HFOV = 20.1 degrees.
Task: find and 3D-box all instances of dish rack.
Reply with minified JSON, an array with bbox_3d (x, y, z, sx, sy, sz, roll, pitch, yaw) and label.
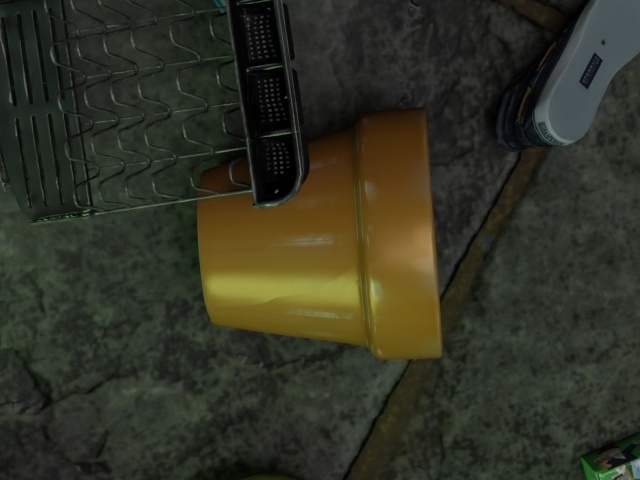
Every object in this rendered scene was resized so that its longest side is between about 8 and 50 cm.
[{"bbox_3d":[-0.143,-0.116,1.398,0.272,0.074,0.208,-7,91,17],"label":"dish rack"}]

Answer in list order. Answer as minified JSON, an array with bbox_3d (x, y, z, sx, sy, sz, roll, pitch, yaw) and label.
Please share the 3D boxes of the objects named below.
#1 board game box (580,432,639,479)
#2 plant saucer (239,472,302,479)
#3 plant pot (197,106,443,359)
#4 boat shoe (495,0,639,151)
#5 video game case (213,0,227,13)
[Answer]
[{"bbox_3d":[0.390,0.311,1.731,0.214,0.046,0.317,-20,109,-7],"label":"board game box"},{"bbox_3d":[-0.044,0.323,1.565,0.241,0.037,0.241,-4,96,-44],"label":"plant saucer"},{"bbox_3d":[0.000,0.000,1.478,0.188,0.205,0.205,-4,107,4],"label":"plant pot"},{"bbox_3d":[0.215,-0.154,1.551,0.065,0.083,0.183,44,64,-21],"label":"boat shoe"},{"bbox_3d":[-0.073,-0.283,1.463,0.119,0.015,0.166,-34,111,-3],"label":"video game case"}]
